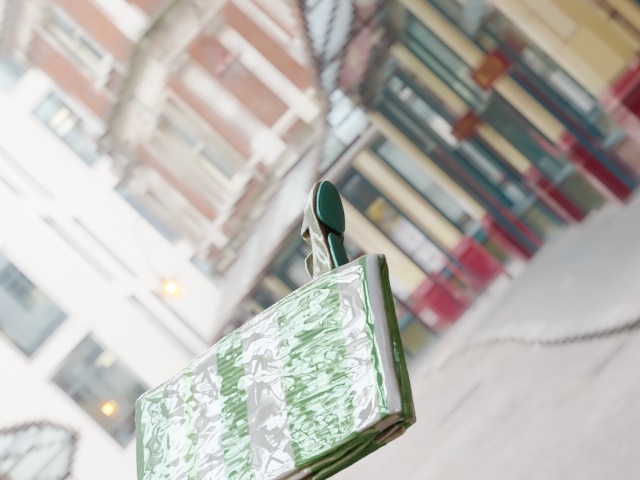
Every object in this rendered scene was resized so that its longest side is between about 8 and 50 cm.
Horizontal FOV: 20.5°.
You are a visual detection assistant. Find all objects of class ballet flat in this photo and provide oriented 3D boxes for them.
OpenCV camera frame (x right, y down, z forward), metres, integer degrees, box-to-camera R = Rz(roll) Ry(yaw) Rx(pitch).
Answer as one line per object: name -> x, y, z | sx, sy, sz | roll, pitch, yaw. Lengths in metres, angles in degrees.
ballet flat -> 0.000, 0.000, 2.048 | 0.052, 0.057, 0.168 | -34, 41, 25

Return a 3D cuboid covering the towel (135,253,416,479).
towel -> -0.053, 0.167, 1.722 | 0.325, 0.038, 0.248 | -35, 37, 22
